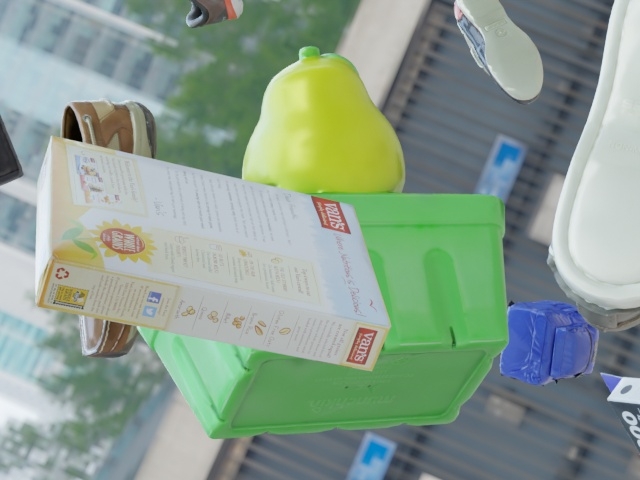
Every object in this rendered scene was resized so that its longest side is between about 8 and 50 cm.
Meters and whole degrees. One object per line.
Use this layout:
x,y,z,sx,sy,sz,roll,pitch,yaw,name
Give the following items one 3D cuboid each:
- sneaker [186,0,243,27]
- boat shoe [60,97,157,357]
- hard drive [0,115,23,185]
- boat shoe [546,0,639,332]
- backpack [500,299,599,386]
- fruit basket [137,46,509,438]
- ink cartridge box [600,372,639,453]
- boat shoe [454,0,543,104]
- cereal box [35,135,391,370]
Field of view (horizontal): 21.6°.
-0.122,-0.259,1.553,0.065,0.061,0.158,-26,-52,-6,sneaker
-0.277,-0.019,2.039,0.122,0.120,0.324,-22,63,53,boat shoe
-0.308,-0.082,0.936,0.054,0.255,0.172,-63,-36,-51,hard drive
0.224,-0.086,1.054,0.091,0.109,0.305,68,-135,-66,boat shoe
0.281,0.126,2.007,0.120,0.101,0.098,-4,-71,-56,backpack
0.000,0.000,1.795,0.392,0.392,0.283,-59,-3,-43,fruit basket
0.382,0.235,1.727,0.045,0.206,0.208,-37,15,-21,ink cartridge box
0.158,-0.171,1.504,0.049,0.137,0.043,-21,-30,-13,boat shoe
-0.079,0.008,1.189,0.173,0.240,0.047,-104,31,-58,cereal box
